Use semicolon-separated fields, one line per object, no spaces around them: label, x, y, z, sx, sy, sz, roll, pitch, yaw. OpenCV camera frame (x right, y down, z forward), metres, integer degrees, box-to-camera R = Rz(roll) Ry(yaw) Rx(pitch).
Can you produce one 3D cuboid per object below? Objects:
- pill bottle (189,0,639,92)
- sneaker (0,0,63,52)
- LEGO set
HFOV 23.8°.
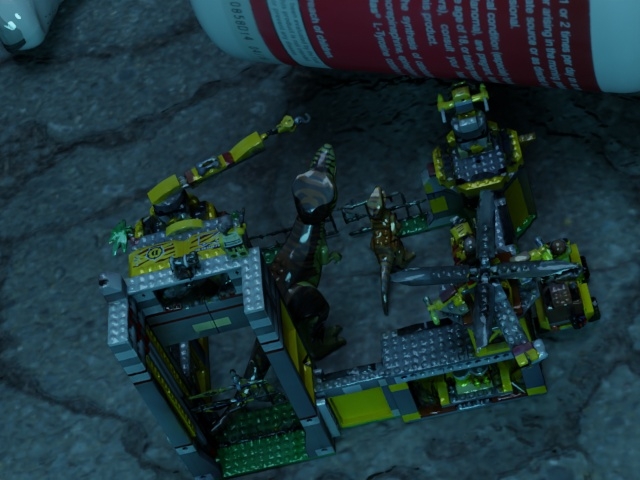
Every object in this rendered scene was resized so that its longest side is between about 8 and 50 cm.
pill bottle;0.128;-0.220;1.025;0.407;0.229;0.229;8;54;19
sneaker;-0.239;-0.288;1.364;0.129;0.111;0.297;-5;51;9
LEGO set;0.000;0.000;0.970;0.331;0.192;0.255;-7;50;14
